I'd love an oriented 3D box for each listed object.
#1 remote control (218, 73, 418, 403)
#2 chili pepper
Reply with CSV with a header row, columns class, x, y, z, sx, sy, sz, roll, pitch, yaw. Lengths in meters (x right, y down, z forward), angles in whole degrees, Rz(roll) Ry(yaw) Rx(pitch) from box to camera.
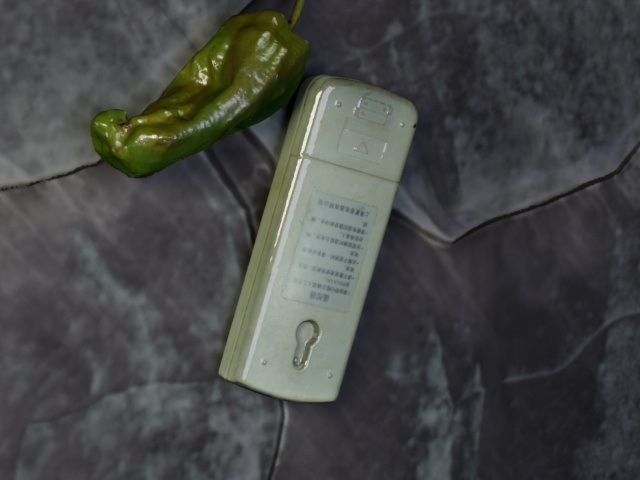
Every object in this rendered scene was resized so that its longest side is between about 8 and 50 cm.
class,x,y,z,sx,sy,sz,roll,pitch,yaw
remote control,0.000,0.000,1.298,0.098,0.038,0.233,14,92,-35
chili pepper,-0.057,-0.108,1.215,0.204,0.072,0.073,-40,117,-21
